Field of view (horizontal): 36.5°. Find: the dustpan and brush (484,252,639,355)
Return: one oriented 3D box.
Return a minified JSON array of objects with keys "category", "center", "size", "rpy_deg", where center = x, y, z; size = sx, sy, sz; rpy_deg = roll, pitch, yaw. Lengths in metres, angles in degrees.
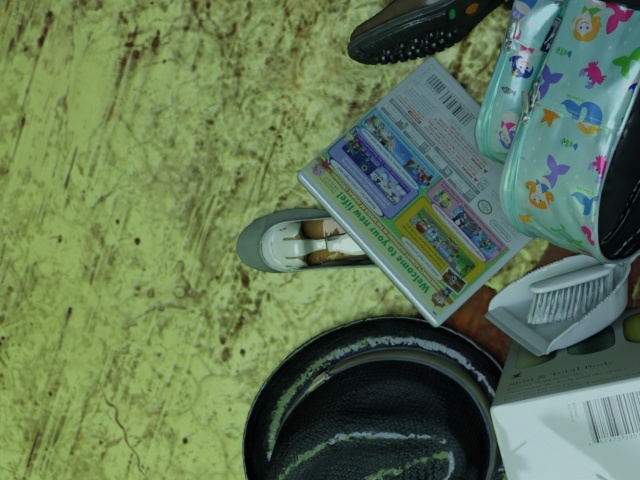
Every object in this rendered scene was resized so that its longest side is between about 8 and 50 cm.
[{"category":"dustpan and brush","center":[0.279,0.035,0.972],"size":[0.211,0.147,0.060],"rpy_deg":[-18,106,-9]}]

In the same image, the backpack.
[{"category":"backpack","center":[0.257,-0.111,0.890],"size":[0.191,0.225,0.253],"rpy_deg":[17,102,34]}]

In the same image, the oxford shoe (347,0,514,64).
[{"category":"oxford shoe","center":[0.122,-0.255,0.991],"size":[0.227,0.083,0.096],"rpy_deg":[-27,68,19]}]

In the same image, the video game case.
[{"category":"video game case","center":[0.116,-0.052,1.002],"size":[0.193,0.023,0.212],"rpy_deg":[-42,86,-8]}]

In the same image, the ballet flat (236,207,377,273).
[{"category":"ballet flat","center":[0.000,0.000,1.055],"size":[0.213,0.068,0.072],"rpy_deg":[-5,97,16]}]

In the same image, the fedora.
[{"category":"fedora","center":[0.056,0.244,1.030],"size":[0.334,0.152,0.334],"rpy_deg":[2,99,15]}]

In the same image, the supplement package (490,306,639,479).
[{"category":"supplement package","center":[0.287,0.188,0.900],"size":[0.199,0.263,0.198],"rpy_deg":[-14,94,17]}]
